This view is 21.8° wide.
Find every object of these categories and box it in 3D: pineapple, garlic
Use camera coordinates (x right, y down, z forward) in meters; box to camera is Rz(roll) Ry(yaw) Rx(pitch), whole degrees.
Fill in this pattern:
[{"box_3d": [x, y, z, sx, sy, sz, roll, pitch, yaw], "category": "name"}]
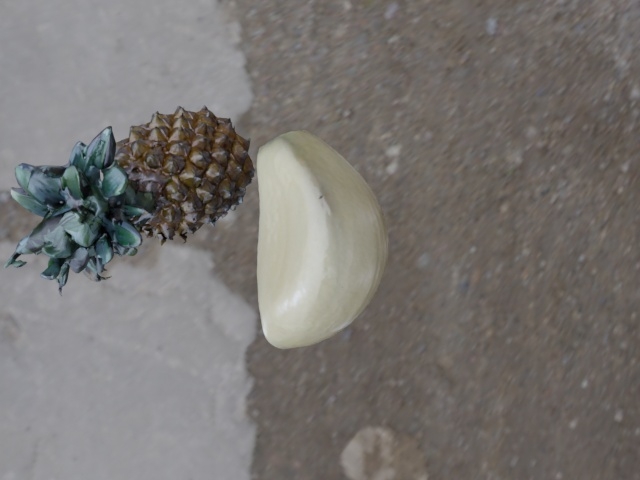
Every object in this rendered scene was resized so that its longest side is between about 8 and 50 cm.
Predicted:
[{"box_3d": [-0.107, -0.037, 1.040, 0.103, 0.221, 0.083, -35, 88, 30], "category": "pineapple"}, {"box_3d": [-0.001, 0.000, 0.622, 0.053, 0.041, 0.083, -1, 96, 47], "category": "garlic"}]
